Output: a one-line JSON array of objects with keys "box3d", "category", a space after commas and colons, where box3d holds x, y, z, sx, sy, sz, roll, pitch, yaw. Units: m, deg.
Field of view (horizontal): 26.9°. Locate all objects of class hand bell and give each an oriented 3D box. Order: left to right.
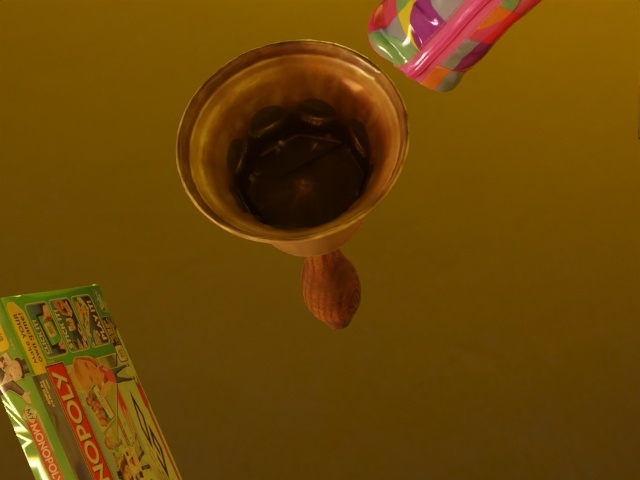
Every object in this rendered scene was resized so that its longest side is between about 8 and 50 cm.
[{"box3d": [0.000, 0.000, 0.816, 0.126, 0.242, 0.126, -3, -118, 7], "category": "hand bell"}]

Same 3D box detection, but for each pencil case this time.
[{"box3d": [0.130, -0.207, 1.017, 0.236, 0.104, 0.104, -45, -151, 51], "category": "pencil case"}]

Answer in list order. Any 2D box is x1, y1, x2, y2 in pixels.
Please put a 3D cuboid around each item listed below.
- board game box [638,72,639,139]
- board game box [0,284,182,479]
[{"box3d": [0.375, -0.214, 1.442, 0.060, 0.194, 0.194, 4, -156, 9], "category": "board game box"}, {"box3d": [-0.230, 0.203, 1.371, 0.046, 0.213, 0.317, -26, -95, 15], "category": "board game box"}]
